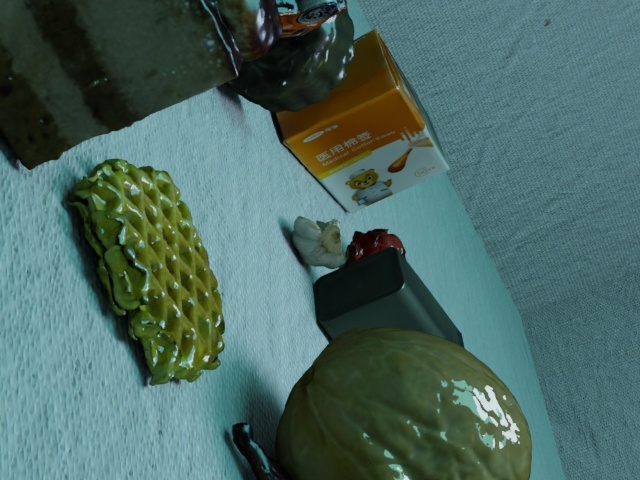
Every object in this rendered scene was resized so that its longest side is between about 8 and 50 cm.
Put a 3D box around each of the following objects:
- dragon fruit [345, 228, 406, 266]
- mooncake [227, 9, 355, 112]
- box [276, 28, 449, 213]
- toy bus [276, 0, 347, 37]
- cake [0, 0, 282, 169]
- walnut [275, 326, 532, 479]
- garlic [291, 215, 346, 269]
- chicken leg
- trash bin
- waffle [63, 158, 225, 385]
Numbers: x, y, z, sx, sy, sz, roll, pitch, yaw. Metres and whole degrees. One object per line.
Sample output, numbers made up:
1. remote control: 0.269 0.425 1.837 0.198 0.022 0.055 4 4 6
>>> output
1. dragon fruit: 0.097 0.042 2.074 0.121 0.130 0.142 36 7 17
2. mooncake: -0.066 -0.311 1.778 0.124 0.228 0.228 7 61 -66
3. box: 0.074 -0.209 2.132 0.341 0.225 0.143 44 25 -60
4. toy bus: -0.131 -0.337 1.561 0.329 0.153 0.143 -14 81 -40
5. cake: -0.178 -0.222 1.059 0.196 0.293 0.198 -86 154 -63
6. walnut: 0.100 0.250 1.365 0.313 0.277 0.252 36 -12 -14
7. garlic: -0.004 0.001 1.819 0.113 0.074 0.094 54 -10 -31
8. chicken leg: -0.048 0.295 1.250 0.093 0.053 0.205 22 41 -51
9. trash bin: 0.114 0.141 1.854 0.240 0.164 0.122 56 18 -38
10. waffle: -0.167 0.028 1.210 0.254 0.052 0.245 -22 91 -77
